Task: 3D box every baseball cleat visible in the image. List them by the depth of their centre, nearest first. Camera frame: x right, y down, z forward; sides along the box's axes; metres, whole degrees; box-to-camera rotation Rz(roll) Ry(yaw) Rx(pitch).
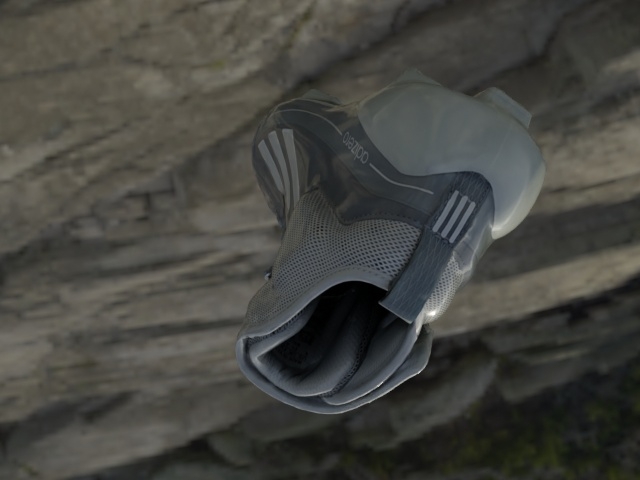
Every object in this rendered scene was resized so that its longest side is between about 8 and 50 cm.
[{"bbox_3d":[0.000,0.000,0.505,0.072,0.109,0.206,36,168,-8],"label":"baseball cleat"}]
